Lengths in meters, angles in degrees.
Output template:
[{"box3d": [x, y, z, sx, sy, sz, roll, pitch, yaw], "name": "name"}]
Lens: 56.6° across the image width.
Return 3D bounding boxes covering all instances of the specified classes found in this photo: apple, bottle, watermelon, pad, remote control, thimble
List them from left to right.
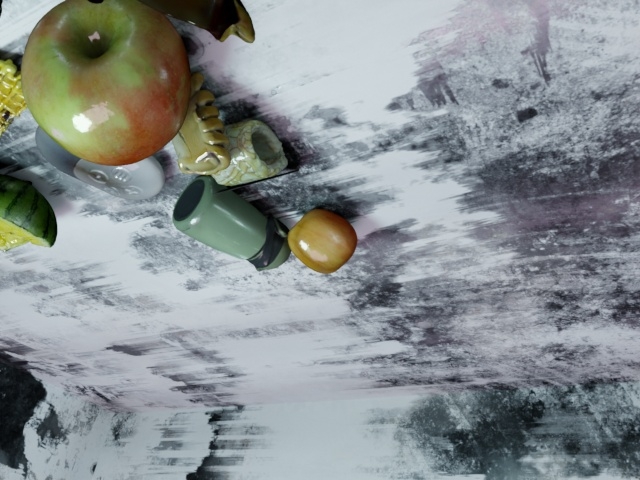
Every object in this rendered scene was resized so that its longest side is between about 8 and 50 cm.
[{"box3d": [-0.911, -0.095, 1.701, 0.331, 0.189, 0.330, 10, 151, 5], "name": "watermelon"}, {"box3d": [-0.561, -0.206, 1.526, 0.332, 0.103, 0.221, 28, 143, -23], "name": "remote control"}, {"box3d": [-0.406, -0.305, 1.165, 0.320, 0.318, 0.277, 6, 162, 6], "name": "apple"}, {"box3d": [-0.229, -0.033, 1.657, 0.169, 0.168, 0.347, -22, 140, 38], "name": "bottle"}, {"box3d": [-0.178, -0.203, 1.412, 0.144, 0.137, 0.191, -13, 164, 26], "name": "thimble"}, {"box3d": [-0.155, -0.146, 1.466, 0.212, 0.143, 0.003, -15, 99, 2], "name": "pad"}, {"box3d": [0.000, 0.000, 1.645, 0.199, 0.199, 0.199, 6, 146, 4], "name": "apple"}]

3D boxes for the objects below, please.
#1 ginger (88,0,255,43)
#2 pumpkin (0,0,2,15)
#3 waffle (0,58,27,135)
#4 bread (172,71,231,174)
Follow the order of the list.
[{"box3d": [-0.247, -0.521, 0.934, 0.359, 0.211, 0.413, 12, 140, 20], "name": "ginger"}, {"box3d": [-0.706, -0.468, 1.098, 0.250, 0.216, 0.249, 8, 116, 16], "name": "pumpkin"}, {"box3d": [-0.801, -0.349, 1.407, 0.310, 0.065, 0.283, 9, 144, 5], "name": "waffle"}, {"box3d": [-0.271, -0.249, 1.306, 0.134, 0.224, 0.081, -21, 175, 30], "name": "bread"}]
